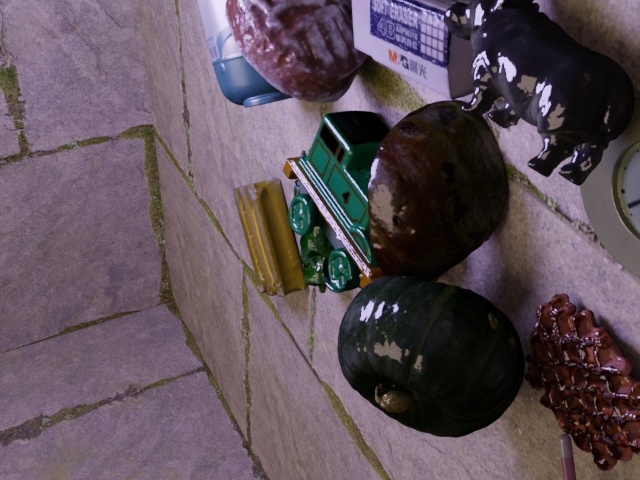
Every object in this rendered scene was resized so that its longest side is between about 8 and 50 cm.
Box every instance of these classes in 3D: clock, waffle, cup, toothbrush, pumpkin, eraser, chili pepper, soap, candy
[{"bbox_3d":[0.395,-0.056,0.848,0.235,0.029,0.235,47,146,45],"label":"clock"},{"bbox_3d":[0.372,0.201,1.040,0.234,0.055,0.221,-124,26,-45],"label":"waffle"},{"bbox_3d":[-0.126,-0.427,1.588,0.290,0.219,0.258,-72,-29,-76],"label":"cup"},{"bbox_3d":[0.372,0.420,1.070,0.025,0.020,0.287,-6,94,64],"label":"toothbrush"},{"bbox_3d":[0.165,0.184,1.152,0.300,0.207,0.300,24,148,16],"label":"pumpkin"},{"bbox_3d":[0.148,-0.328,1.152,0.287,0.086,0.130,43,144,50],"label":"eraser"},{"bbox_3d":[0.176,-0.053,1.138,0.169,0.148,0.312,15,112,45],"label":"pumpkin"},{"bbox_3d":[0.000,0.000,1.708,0.136,0.099,0.271,14,114,36],"label":"chili pepper"},{"bbox_3d":[-0.141,-0.008,2.031,0.199,0.091,0.315,-5,99,66],"label":"soap"},{"bbox_3d":[-0.043,-0.392,1.359,0.289,0.214,0.157,46,151,2],"label":"candy"}]

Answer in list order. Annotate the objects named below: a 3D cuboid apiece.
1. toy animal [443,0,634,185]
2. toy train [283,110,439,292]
[{"bbox_3d":[0.241,-0.225,0.909,0.168,0.106,0.343,-49,49,36],"label":"toy animal"},{"bbox_3d":[0.084,-0.069,1.383,0.429,0.178,0.249,56,140,34],"label":"toy train"}]
